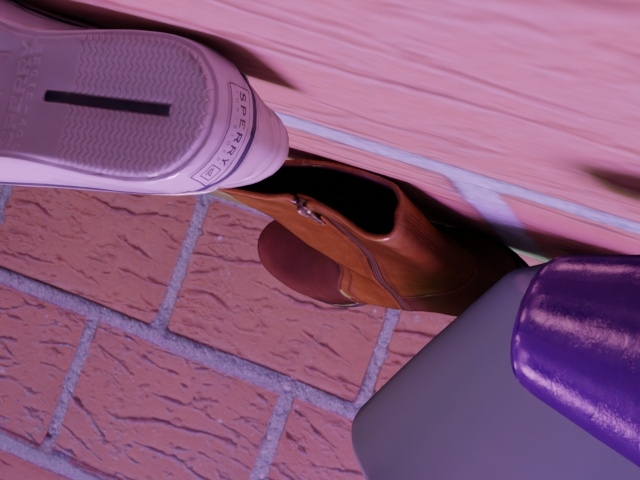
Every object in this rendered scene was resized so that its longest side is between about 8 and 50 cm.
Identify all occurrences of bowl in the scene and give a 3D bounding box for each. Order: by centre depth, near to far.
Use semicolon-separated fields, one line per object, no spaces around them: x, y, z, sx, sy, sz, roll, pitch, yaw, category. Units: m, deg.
0.193;0.123;0.666;0.311;0.163;0.311;25;-166;-7;bowl

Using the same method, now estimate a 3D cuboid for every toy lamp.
0.188;0.063;0.299;0.274;0.080;0.080;19;179;30;toy lamp

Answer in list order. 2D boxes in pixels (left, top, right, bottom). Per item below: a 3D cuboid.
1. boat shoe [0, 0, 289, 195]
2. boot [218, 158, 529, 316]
-0.120;-0.052;0.424;0.226;0.083;0.076;18;178;25;boat shoe
0.000;0.000;0.785;0.264;0.096;0.280;19;178;33;boot
